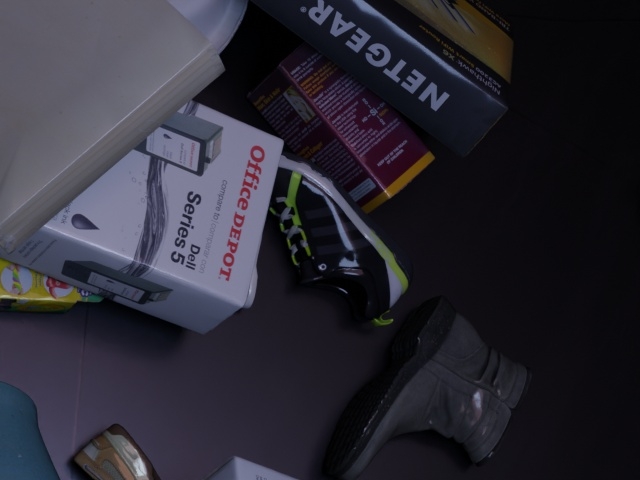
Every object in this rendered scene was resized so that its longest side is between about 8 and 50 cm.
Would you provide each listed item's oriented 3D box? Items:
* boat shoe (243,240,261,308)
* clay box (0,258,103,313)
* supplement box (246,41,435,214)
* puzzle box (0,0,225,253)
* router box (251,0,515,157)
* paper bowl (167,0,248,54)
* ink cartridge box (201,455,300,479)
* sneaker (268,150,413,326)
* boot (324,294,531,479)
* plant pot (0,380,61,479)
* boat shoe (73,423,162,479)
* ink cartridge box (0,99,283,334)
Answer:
[{"bbox_3d":[-0.089,0.010,1.976,0.038,0.046,0.125,10,79,-25],"label":"boat shoe"},{"bbox_3d":[-0.330,0.005,1.871,0.222,0.053,0.127,4,71,-22],"label":"clay box"},{"bbox_3d":[0.021,-0.124,2.027,0.081,0.104,0.188,-41,92,-28],"label":"supplement box"},{"bbox_3d":[-0.318,-0.206,1.791,0.272,0.052,0.409,-41,61,-8],"label":"puzzle box"},{"bbox_3d":[0.068,-0.254,2.024,0.309,0.081,0.243,35,27,-12],"label":"router box"},{"bbox_3d":[-0.210,-0.295,1.961,0.284,0.148,0.284,6,73,-20],"label":"paper bowl"},{"bbox_3d":[0.003,0.360,1.784,0.289,0.121,0.211,26,39,-32],"label":"ink cartridge box"},{"bbox_3d":[0.000,0.000,1.992,0.234,0.084,0.097,40,65,-7],"label":"sneaker"},{"bbox_3d":[0.126,0.192,1.993,0.161,0.083,0.246,42,65,-12],"label":"boot"},{"bbox_3d":[-0.343,0.271,1.684,0.271,0.272,0.255,4,58,-22],"label":"plant pot"},{"bbox_3d":[-0.176,0.278,1.854,0.072,0.068,0.190,-36,81,-15],"label":"boat shoe"},{"bbox_3d":[-0.193,-0.051,1.856,0.272,0.115,0.198,22,64,-19],"label":"ink cartridge box"}]
